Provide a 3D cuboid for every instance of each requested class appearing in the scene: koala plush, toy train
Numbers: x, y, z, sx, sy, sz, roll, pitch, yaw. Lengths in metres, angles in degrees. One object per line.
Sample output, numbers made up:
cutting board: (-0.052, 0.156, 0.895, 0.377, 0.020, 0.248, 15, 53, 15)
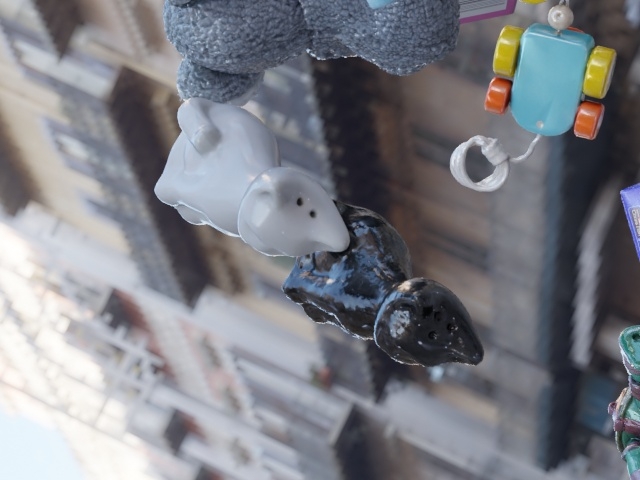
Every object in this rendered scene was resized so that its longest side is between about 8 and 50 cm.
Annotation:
koala plush: (-0.024, -0.196, 1.540, 0.221, 0.203, 0.196, -20, -33, -12)
toy train: (0.077, -0.114, 0.979, 0.125, 0.166, 0.046, -23, 14, 29)

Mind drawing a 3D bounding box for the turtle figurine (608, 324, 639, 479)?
turtle figurine: (0.307, 0.159, 1.709, 0.175, 0.118, 0.234, -45, -38, -36)

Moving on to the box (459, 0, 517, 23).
box: (0.099, -0.347, 1.753, 0.213, 0.117, 0.243, 96, 159, -60)

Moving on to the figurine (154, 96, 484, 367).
figurine: (0.000, 0.000, 1.348, 0.092, 0.215, 0.209, -53, 26, -2)

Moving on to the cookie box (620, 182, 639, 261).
cookie box: (0.215, 0.003, 0.974, 0.040, 0.107, 0.091, -22, -83, -56)
